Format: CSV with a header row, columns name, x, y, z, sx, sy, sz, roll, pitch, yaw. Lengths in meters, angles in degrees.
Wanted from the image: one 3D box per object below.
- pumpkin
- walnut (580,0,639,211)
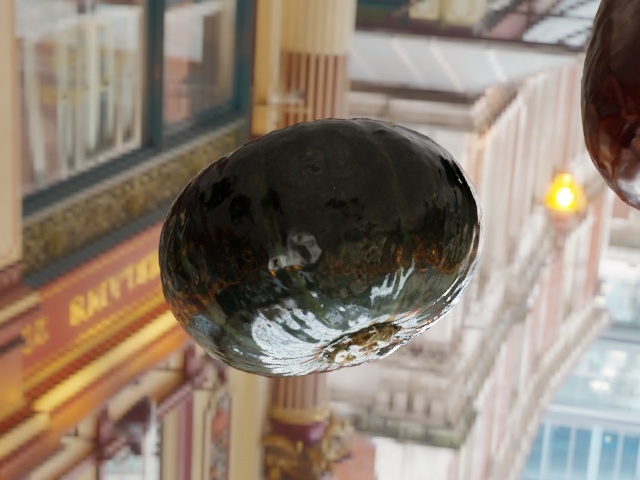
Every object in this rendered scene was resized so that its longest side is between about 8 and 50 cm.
name,x,y,z,sx,sy,sz,roll,pitch,yaw
pumpkin,0.000,0.003,0.762,0.167,0.167,0.125,-14,-119,-42
walnut,0.291,-0.122,0.936,0.221,0.244,0.269,33,-145,-1
